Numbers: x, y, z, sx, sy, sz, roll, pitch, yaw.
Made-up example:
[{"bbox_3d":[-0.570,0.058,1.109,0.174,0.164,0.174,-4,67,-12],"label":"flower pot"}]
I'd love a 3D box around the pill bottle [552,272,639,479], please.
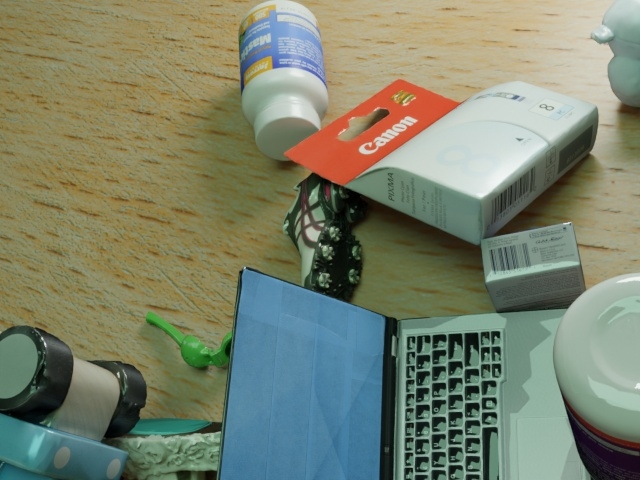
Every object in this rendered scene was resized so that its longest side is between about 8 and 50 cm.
[{"bbox_3d":[0.366,0.184,1.026,0.181,0.323,0.182,-10,55,15],"label":"pill bottle"}]

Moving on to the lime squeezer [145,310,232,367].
[{"bbox_3d":[-0.147,0.152,1.439,0.310,0.059,0.110,-6,26,20],"label":"lime squeezer"}]

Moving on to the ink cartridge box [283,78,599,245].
[{"bbox_3d":[0.178,-0.166,1.421,0.385,0.091,0.308,28,49,34],"label":"ink cartridge box"}]

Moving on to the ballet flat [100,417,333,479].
[{"bbox_3d":[-0.143,0.308,1.278,0.408,0.147,0.147,-6,56,18],"label":"ballet flat"}]

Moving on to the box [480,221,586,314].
[{"bbox_3d":[0.294,0.047,1.264,0.126,0.137,0.072,-11,57,15],"label":"box"}]

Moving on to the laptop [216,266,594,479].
[{"bbox_3d":[0.114,0.233,1.131,0.407,0.236,0.382,-6,63,19],"label":"laptop"}]

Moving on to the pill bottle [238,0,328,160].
[{"bbox_3d":[-0.066,-0.278,1.621,0.152,0.152,0.272,-15,53,12],"label":"pill bottle"}]

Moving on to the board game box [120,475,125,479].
[{"bbox_3d":[-0.450,0.386,1.335,0.275,0.142,0.144,-4,56,19],"label":"board game box"}]

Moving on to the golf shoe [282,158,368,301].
[{"bbox_3d":[0.000,0.000,1.457,0.120,0.105,0.273,-16,46,32],"label":"golf shoe"}]

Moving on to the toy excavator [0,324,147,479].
[{"bbox_3d":[-0.372,0.342,1.143,0.432,0.222,0.445,12,76,27],"label":"toy excavator"}]

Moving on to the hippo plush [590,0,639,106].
[{"bbox_3d":[0.507,-0.273,1.325,0.236,0.294,0.234,12,41,37],"label":"hippo plush"}]
